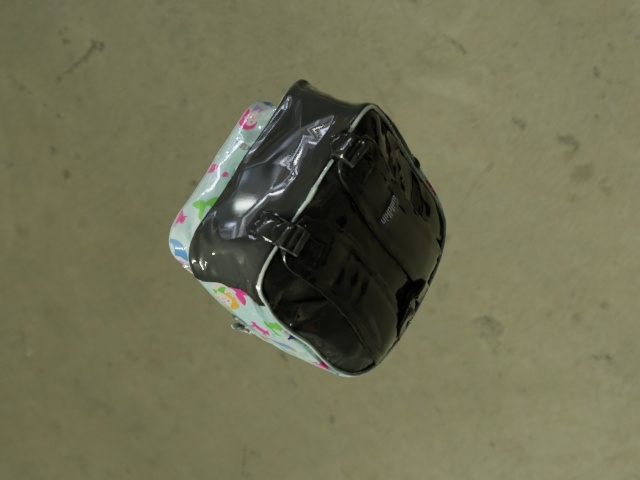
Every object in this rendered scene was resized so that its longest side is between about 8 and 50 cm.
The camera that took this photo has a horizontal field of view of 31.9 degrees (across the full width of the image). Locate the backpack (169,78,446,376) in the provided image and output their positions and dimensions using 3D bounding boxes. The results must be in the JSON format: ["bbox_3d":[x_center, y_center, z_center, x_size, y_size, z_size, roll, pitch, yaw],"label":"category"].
[{"bbox_3d":[0.000,0.000,1.056,0.191,0.225,0.253,19,163,42],"label":"backpack"}]
